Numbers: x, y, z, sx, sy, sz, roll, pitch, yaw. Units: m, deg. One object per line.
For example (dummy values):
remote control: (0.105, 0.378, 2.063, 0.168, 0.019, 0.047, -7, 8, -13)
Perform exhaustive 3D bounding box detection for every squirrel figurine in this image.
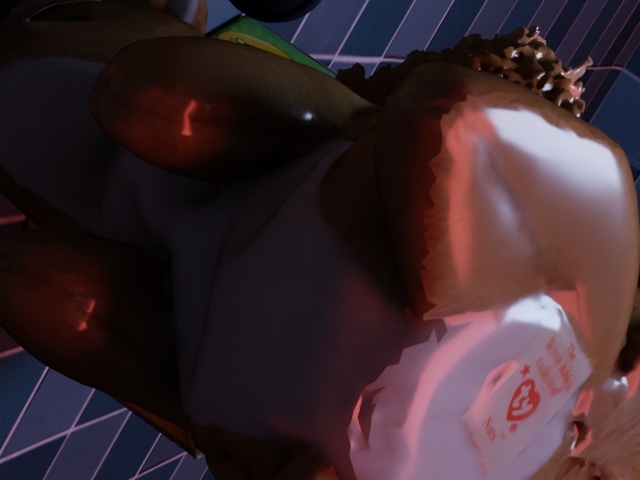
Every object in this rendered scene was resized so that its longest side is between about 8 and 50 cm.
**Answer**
squirrel figurine: (-0.005, -0.003, 0.858, 0.397, 0.370, 0.281, 3, 112, -45)

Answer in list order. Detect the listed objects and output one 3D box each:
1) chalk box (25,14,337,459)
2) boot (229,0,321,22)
chalk box: (-0.051, -0.023, 1.146, 0.289, 0.180, 0.179, -42, 161, -47)
boot: (-0.028, -0.235, 0.895, 0.246, 0.094, 0.207, -67, 167, 17)
